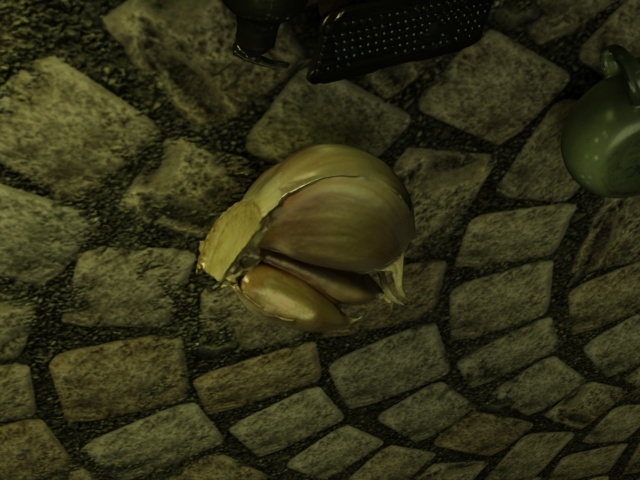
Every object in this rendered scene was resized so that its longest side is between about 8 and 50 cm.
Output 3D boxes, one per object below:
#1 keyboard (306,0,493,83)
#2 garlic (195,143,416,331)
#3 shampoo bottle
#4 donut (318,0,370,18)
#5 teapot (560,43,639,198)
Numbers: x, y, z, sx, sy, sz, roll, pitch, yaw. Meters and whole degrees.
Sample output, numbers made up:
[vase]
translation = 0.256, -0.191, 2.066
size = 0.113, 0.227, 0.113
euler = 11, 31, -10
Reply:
[keyboard]
translation = 0.100, -0.243, 1.082
size = 0.262, 0.016, 0.106
euler = -19, 144, -30
[garlic]
translation = 0.000, 0.000, 1.199
size = 0.292, 0.237, 0.210
euler = 6, 176, -26
[shampoo bottle]
translation = -0.051, -0.299, 0.946
size = 0.101, 0.101, 0.284
euler = -5, 138, -19
[donut]
translation = 0.047, -0.276, 1.061
size = 0.097, 0.043, 0.108
euler = 17, 125, -38
[teapot]
translation = 0.427, -0.154, 1.303
size = 0.193, 0.129, 0.294
euler = -23, 139, 3
